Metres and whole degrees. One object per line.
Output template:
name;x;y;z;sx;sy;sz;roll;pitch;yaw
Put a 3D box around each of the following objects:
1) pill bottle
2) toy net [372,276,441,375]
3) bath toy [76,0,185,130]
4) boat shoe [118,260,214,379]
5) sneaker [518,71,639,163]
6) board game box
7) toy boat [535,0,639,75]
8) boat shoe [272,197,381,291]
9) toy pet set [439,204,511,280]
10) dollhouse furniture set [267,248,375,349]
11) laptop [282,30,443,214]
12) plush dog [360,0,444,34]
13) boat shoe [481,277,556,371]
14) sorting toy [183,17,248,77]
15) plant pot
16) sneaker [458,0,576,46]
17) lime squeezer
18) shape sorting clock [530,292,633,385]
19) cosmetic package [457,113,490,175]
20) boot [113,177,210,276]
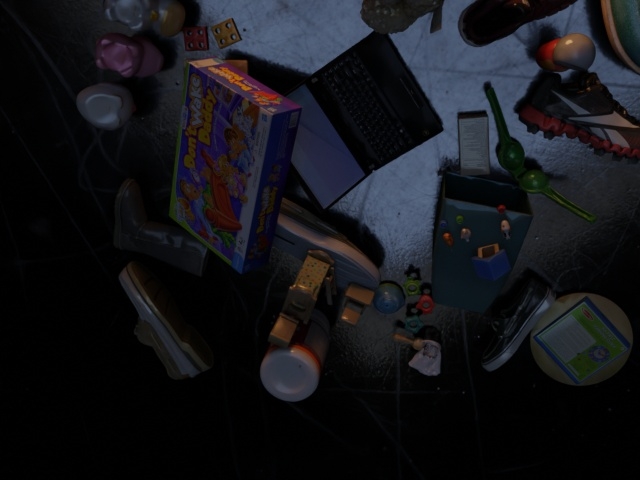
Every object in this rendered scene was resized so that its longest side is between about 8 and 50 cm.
pill bottle;-0.046;0.231;1.492;0.121;0.221;0.121;3;111;8
toy net;0.210;0.186;1.534;0.122;0.045;0.232;-28;105;15
bath toy;-0.366;-0.381;1.380;0.151;0.129;0.348;19;113;-19
boat shoe;-0.366;0.189;1.588;0.103;0.113;0.302;-30;103;12
sneaker;0.515;-0.231;1.304;0.276;0.097;0.135;19;113;3
board game box;-0.175;-0.142;1.364;0.233;0.078;0.347;35;129;28
toy boat;0.526;-0.366;1.200;0.318;0.148;0.267;-26;103;1
boat shoe;0.000;0.000;1.469;0.302;0.094;0.109;31;140;-5
toy pet set;0.287;0.012;1.274;0.122;0.065;0.114;-16;113;19
dollhouse furniture set;0.011;0.134;1.390;0.161;0.182;0.101;23;140;3
laptop;0.057;-0.225;1.357;0.264;0.136;0.234;-29;104;27
plush dog;0.120;-0.483;1.185;0.225;0.210;0.262;15;111;-26
boat shoe;0.396;0.174;1.485;0.070;0.078;0.219;33;103;-4
sorting toy;-0.214;-0.303;1.423;0.132;0.046;0.275;3;110;8
plant pot;0.298;0.012;1.395;0.165;0.166;0.234;12;114;5
sneaker;0.374;-0.421;1.225;0.281;0.162;0.106;-33;102;18
lime squeezer;0.401;-0.144;1.344;0.310;0.059;0.110;55;148;11
shape sorting clock;0.546;0.207;1.487;0.206;0.040;0.206;3;107;11
cosmetic package;0.300;-0.187;1.385;0.060;0.041;0.115;-1;109;10
boot;-0.336;-0.026;1.527;0.208;0.076;0.190;18;126;10
